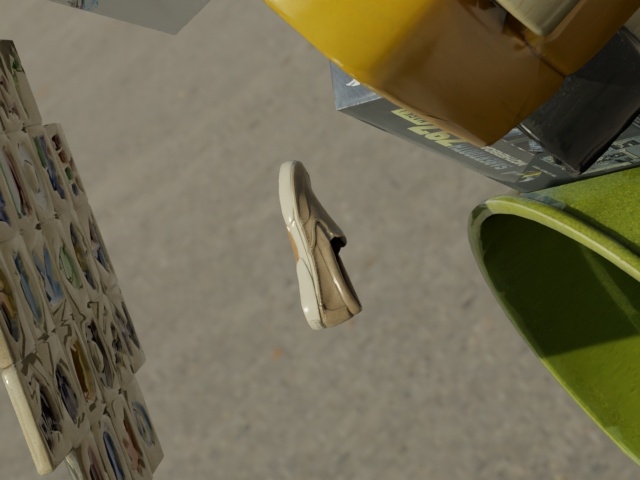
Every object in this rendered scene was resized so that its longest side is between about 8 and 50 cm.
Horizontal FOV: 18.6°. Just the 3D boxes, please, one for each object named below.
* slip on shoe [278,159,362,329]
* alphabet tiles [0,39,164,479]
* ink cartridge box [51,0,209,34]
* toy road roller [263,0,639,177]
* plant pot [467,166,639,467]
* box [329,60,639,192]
[{"bbox_3d":[0.000,0.000,1.481,0.041,0.051,0.135,-16,65,14],"label":"slip on shoe"},{"bbox_3d":[-0.157,0.019,1.133,0.011,0.285,0.342,-19,5,4],"label":"alphabet tiles"},{"bbox_3d":[-0.190,-0.310,1.701,0.168,0.232,0.171,-35,47,55],"label":"ink cartridge box"},{"bbox_3d":[0.042,-0.173,0.606,0.202,0.240,0.329,-48,-14,9],"label":"toy road roller"},{"bbox_3d":[0.345,-0.009,1.244,0.353,0.366,0.366,-44,16,-11],"label":"plant pot"},{"bbox_3d":[0.136,-0.088,1.009,0.183,0.232,0.059,-14,74,28],"label":"box"}]
